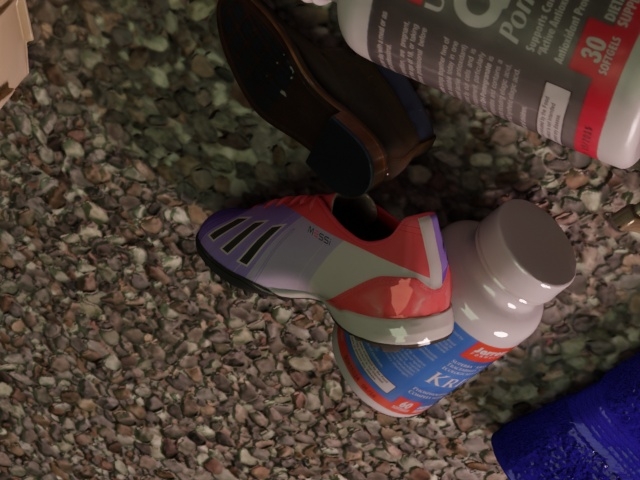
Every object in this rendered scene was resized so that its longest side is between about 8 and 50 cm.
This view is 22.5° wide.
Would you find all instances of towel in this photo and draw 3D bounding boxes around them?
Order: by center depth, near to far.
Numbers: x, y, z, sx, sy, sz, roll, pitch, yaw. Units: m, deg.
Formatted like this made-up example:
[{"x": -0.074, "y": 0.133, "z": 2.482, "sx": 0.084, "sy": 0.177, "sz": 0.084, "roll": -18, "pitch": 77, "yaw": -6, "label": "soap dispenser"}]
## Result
[{"x": 0.335, "y": 0.210, "z": 1.514, "sx": 0.227, "sy": 0.076, "sz": 0.308, "roll": 42, "pitch": 129, "yaw": -15, "label": "towel"}]

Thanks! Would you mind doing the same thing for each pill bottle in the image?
[{"x": 0.123, "y": -0.193, "z": 1.205, "sx": 0.318, "sy": 0.176, "sz": 0.176, "roll": 25, "pitch": 131, "yaw": 14, "label": "pill bottle"}, {"x": 0.121, "y": 0.059, "z": 1.445, "sx": 0.124, "sy": 0.124, "sz": 0.221, "roll": 39, "pitch": 130, "yaw": -11, "label": "pill bottle"}]

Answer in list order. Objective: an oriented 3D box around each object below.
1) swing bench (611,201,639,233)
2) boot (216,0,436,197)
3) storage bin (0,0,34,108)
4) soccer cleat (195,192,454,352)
[{"x": 0.405, "y": 0.033, "z": 1.259, "sx": 0.253, "sy": 0.255, "sz": 0.165, "roll": -34, "pitch": 146, "yaw": 33, "label": "swing bench"}, {"x": 0.004, "y": -0.136, "z": 1.383, "sx": 0.219, "sy": 0.106, "sz": 0.082, "roll": 54, "pitch": 135, "yaw": 13, "label": "boot"}, {"x": -0.411, "y": -0.241, "z": 1.416, "sx": 0.262, "sy": 0.123, "sz": 0.260, "roll": 6, "pitch": 128, "yaw": 16, "label": "storage bin"}, {"x": 0.000, "y": 0.000, "z": 1.412, "sx": 0.318, "sy": 0.108, "sz": 0.116, "roll": 22, "pitch": 117, "yaw": 50, "label": "soccer cleat"}]
